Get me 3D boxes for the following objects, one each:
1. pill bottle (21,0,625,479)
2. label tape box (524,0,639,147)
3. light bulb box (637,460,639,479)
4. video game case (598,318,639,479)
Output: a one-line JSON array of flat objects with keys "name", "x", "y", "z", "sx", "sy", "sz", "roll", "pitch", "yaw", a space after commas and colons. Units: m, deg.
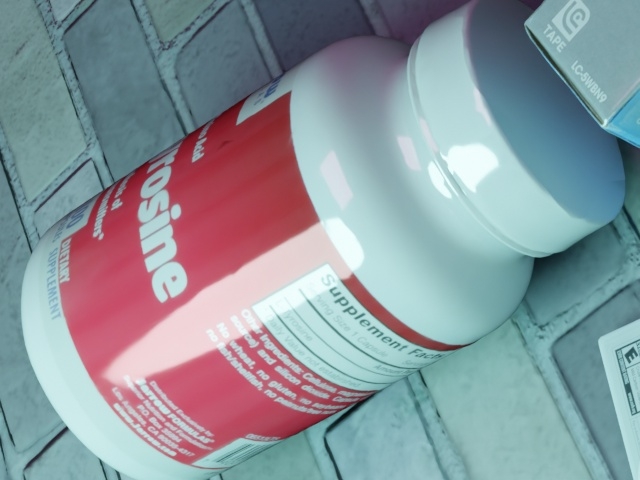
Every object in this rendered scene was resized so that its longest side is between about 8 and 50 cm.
[{"name": "pill bottle", "x": 0.000, "y": 0.000, "z": 1.377, "sx": 0.407, "sy": 0.229, "sz": 0.229, "roll": -30, "pitch": 58, "yaw": 31}, {"name": "label tape box", "x": 0.320, "y": -0.178, "z": 1.145, "sx": 0.334, "sy": 0.240, "sz": 0.106, "roll": -47, "pitch": 49, "yaw": 19}, {"name": "light bulb box", "x": 0.325, "y": 0.294, "z": 0.901, "sx": 0.225, "sy": 0.361, "sz": 0.358, "roll": -7, "pitch": 72, "yaw": 40}, {"name": "video game case", "x": 0.272, "y": 0.116, "z": 1.240, "sx": 0.173, "sy": 0.022, "sz": 0.190, "roll": -29, "pitch": 58, "yaw": 32}]
